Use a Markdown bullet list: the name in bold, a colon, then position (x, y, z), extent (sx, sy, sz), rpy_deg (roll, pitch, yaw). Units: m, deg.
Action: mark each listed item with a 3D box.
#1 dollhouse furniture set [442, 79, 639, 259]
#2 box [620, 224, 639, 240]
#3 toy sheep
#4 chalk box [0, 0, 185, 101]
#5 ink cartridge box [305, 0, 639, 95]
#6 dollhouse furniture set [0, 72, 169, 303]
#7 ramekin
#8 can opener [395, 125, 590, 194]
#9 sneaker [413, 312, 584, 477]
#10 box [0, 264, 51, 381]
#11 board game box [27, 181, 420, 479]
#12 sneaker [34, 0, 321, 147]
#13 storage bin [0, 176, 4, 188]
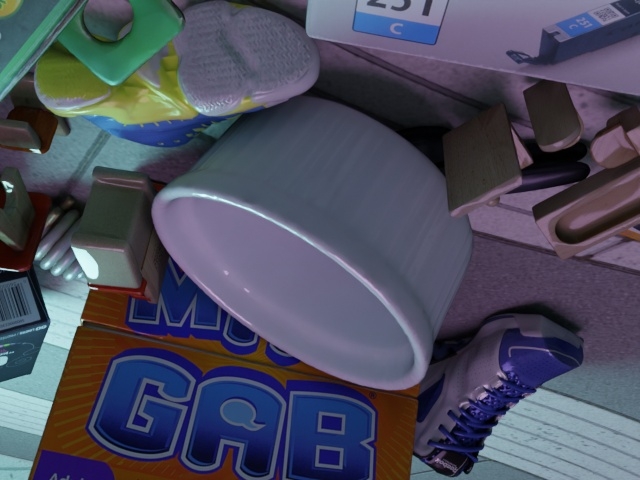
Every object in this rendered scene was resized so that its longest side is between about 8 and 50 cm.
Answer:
- **dollhouse furniture set**: position (0.198, -0.034, 0.633), extent (0.144, 0.123, 0.151), rpy_deg (-29, 116, 23)
- **box**: position (0.329, -0.039, 0.741), extent (0.081, 0.028, 0.136), rpy_deg (17, 153, -12)
- **toy sheep**: position (-0.299, 0.004, 0.966), extent (0.132, 0.091, 0.091), rpy_deg (45, 143, -10)
- **chalk box**: position (-0.212, -0.198, 0.455), extent (0.289, 0.179, 0.180), rpy_deg (32, 138, -32)
- **ink cartridge box**: position (0.146, -0.201, 0.468), extent (0.296, 0.066, 0.261), rpy_deg (10, 153, 1)
- **dollhouse furniture set**: position (-0.282, -0.010, 0.757), extent (0.259, 0.262, 0.135), rpy_deg (8, 154, 3)
- **ramekin**: position (0.000, 0.000, 0.727), extent (0.277, 0.135, 0.277), rpy_deg (27, 156, 14)
- **can opener**: position (0.144, -0.062, 0.726), extent (0.186, 0.059, 0.073), rpy_deg (2, 150, 16)
- **sneaker**: position (0.209, 0.220, 1.090), extent (0.127, 0.182, 0.315), rpy_deg (26, 148, -29)
- **box**: position (-0.477, 0.108, 1.094), extent (0.165, 0.143, 0.270), rpy_deg (-14, 164, -29)
- **board game box**: position (-0.103, 0.199, 0.972), extent (0.357, 0.356, 0.356), rpy_deg (13, 152, -6)
- **sneaker**: position (-0.108, -0.132, 0.680), extent (0.240, 0.091, 0.126), rpy_deg (2, 169, 14)
- **storage bin**: position (-0.489, -0.002, 0.835), extent (0.123, 0.260, 0.262), rpy_deg (-12, 144, 36)
